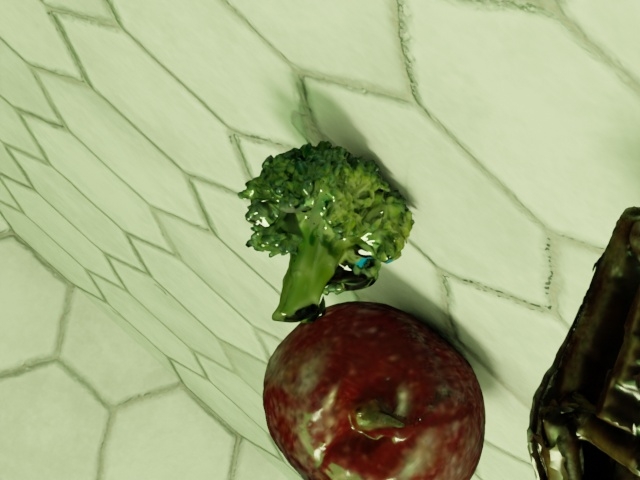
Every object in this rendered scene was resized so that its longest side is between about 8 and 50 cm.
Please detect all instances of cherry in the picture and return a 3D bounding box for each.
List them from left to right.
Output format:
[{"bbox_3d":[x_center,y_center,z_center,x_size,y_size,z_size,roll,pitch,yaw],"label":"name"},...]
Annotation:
[{"bbox_3d":[0.055,0.173,1.490,0.230,0.203,0.300,32,171,7],"label":"cherry"}]

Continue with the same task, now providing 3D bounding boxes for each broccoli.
[{"bbox_3d":[0.000,0.000,1.244,0.155,0.160,0.167,16,156,-12],"label":"broccoli"}]

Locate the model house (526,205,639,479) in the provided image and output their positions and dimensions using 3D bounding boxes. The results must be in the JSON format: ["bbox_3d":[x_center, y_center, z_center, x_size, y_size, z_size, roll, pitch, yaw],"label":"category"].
[{"bbox_3d":[0.270,0.188,0.837,0.297,0.317,0.282,21,-174,-31],"label":"model house"}]
